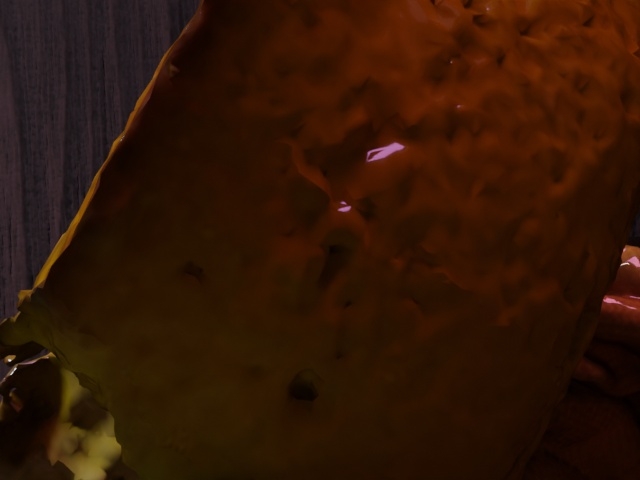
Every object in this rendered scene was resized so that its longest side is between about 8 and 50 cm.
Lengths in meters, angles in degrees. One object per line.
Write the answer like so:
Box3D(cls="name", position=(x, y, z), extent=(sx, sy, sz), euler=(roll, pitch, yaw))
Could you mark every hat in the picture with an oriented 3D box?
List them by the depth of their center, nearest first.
Box3D(cls="hat", position=(0.202, 0.095, 0.912), extent=(0.233, 0.244, 0.233), euler=(8, 9, 17))

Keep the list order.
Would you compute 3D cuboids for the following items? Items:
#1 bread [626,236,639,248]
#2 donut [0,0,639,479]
Box3D(cls="bread", position=(0.317, 0.094, 1.343), extent=(0.405, 0.242, 0.345), euler=(-13, -5, 43))
Box3D(cls="donut", position=(0.000, 0.000, 0.728), extent=(0.163, 0.378, 0.435), euler=(31, -25, -4))
